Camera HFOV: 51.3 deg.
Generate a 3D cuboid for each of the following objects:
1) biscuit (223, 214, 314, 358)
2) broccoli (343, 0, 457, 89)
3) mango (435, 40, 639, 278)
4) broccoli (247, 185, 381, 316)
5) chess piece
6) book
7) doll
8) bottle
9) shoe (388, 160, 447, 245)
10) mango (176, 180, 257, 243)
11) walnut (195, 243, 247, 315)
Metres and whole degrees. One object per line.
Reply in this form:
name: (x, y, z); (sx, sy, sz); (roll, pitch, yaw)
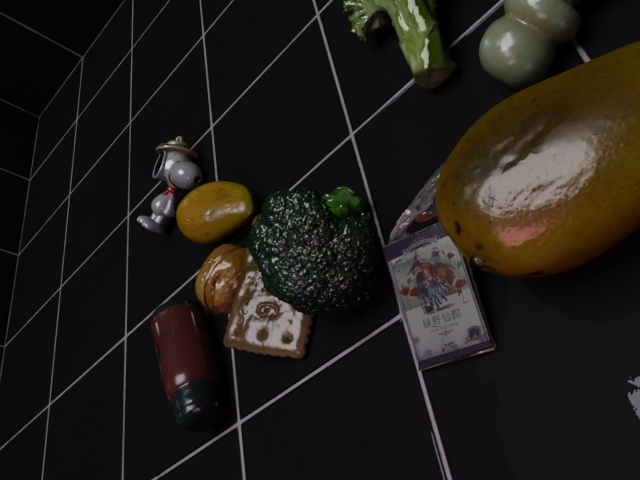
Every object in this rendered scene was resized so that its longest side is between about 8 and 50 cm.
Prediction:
biscuit: (-0.096, 0.093, 1.481); (0.217, 0.044, 0.325); (4, 72, 30)
broccoli: (0.210, -0.548, 1.384); (0.397, 0.274, 0.353); (-106, 9, -48)
mango: (0.371, -0.124, 0.972); (0.445, 0.220, 0.301); (-38, 38, 17)
broccoli: (0.000, 0.000, 1.313); (0.297, 0.297, 0.297); (-17, 35, 44)
chess piece: (0.396, -0.421, 1.146); (0.330, 0.182, 0.182); (-58, 38, 17)
book: (0.197, 0.093, 1.142); (0.157, 0.026, 0.231); (-27, 71, 39)
doll: (-0.478, -0.172, 2.053); (0.271, 0.144, 0.208); (-48, 50, 14)
bottle: (-0.315, 0.300, 1.600); (0.144, 0.143, 0.336); (-49, 41, 20)
shoe: (0.216, -0.037, 1.213); (0.099, 0.125, 0.228); (-51, -7, -44)
mango: (-0.280, -0.077, 1.787); (0.316, 0.119, 0.177); (-9, 56, 42)
walnut: (-0.227, 0.095, 1.611); (0.144, 0.144, 0.180); (24, 93, 53)
